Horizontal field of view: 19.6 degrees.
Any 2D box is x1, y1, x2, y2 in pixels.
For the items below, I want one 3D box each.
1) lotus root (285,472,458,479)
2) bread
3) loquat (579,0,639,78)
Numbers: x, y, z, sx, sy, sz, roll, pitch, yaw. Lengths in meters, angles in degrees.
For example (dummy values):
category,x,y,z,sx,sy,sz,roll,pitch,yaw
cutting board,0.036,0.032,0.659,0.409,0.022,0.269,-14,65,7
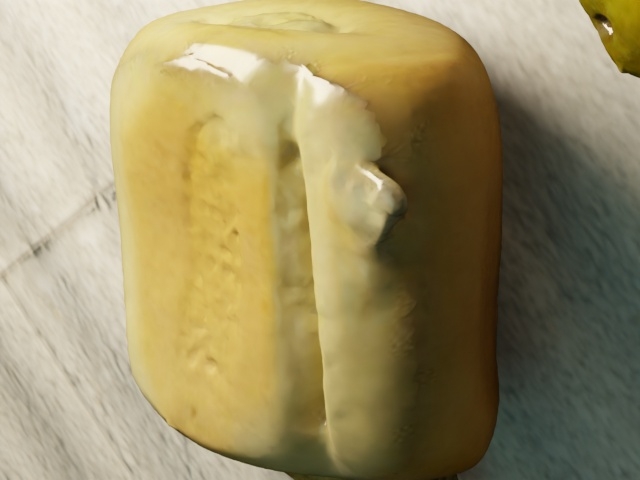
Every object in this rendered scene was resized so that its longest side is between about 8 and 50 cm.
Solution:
category,x,y,z,sx,sy,sz,roll,pitch,yaw
lotus root,0.026,0.181,1.629,0.258,0.097,0.110,31,117,29
bread,0.000,0.000,1.465,0.348,0.253,0.376,11,113,38
loquat,0.281,-0.214,1.222,0.213,0.213,0.246,45,130,10
